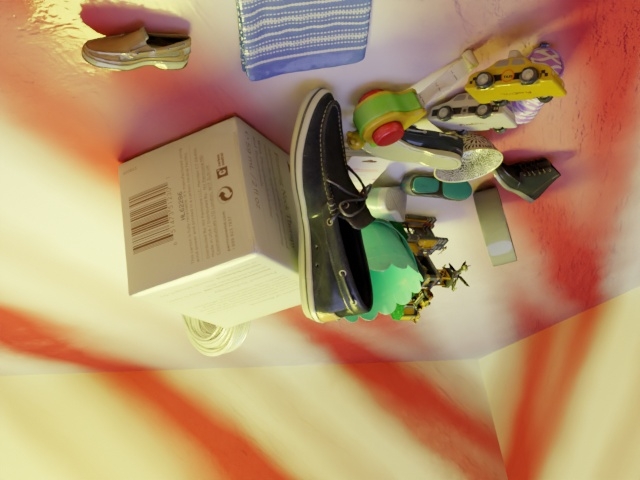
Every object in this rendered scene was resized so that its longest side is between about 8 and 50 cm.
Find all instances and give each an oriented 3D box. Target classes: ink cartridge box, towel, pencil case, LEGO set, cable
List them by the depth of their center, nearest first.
[{"bbox_3d":[-0.027,-0.395,1.434,0.243,0.040,0.336,-9,158,-5],"label":"towel"},{"bbox_3d":[0.450,-0.328,1.755,0.088,0.086,0.206,-4,158,-5],"label":"pencil case"},{"bbox_3d":[0.082,-0.180,1.982,0.115,0.067,0.198,-1,158,-23],"label":"ink cartridge box"},{"bbox_3d":[0.290,0.078,2.420,0.192,0.331,0.255,4,128,-35],"label":"LEGO set"},{"bbox_3d":[-0.326,0.234,2.570,0.257,0.257,0.089,-27,158,35],"label":"cable"}]

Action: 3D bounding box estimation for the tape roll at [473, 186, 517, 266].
[{"bbox_3d":[0.493,-0.039,2.316,0.072,0.219,0.219,-16,158,14],"label":"tape roll"}]

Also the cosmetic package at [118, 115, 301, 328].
[{"bbox_3d":[-0.207,-0.023,1.884,0.327,0.329,0.393,-19,158,21],"label":"cosmetic package"}]

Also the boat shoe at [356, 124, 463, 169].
[{"bbox_3d":[0.203,-0.229,1.865,0.254,0.079,0.095,11,157,1],"label":"boat shoe"}]

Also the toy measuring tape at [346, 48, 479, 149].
[{"bbox_3d":[0.171,-0.291,1.701,0.330,0.121,0.121,-35,149,31],"label":"toy measuring tape"}]

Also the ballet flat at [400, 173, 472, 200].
[{"bbox_3d":[0.308,-0.146,2.195,0.213,0.072,0.068,4,-178,-30],"label":"ballet flat"}]

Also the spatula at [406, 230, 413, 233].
[{"bbox_3d":[0.201,0.003,2.560,0.242,0.019,0.168,11,151,-43],"label":"spatula"}]

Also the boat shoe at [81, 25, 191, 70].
[{"bbox_3d":[-0.316,-0.341,1.419,0.190,0.068,0.072,-9,148,-30],"label":"boat shoe"}]

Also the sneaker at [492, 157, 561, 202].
[{"bbox_3d":[0.542,-0.189,2.186,0.222,0.083,0.118,22,124,-42],"label":"sneaker"}]

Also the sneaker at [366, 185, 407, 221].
[{"bbox_3d":[0.141,-0.104,2.195,0.151,0.094,0.256,2,176,22],"label":"sneaker"}]

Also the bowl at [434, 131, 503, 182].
[{"bbox_3d":[0.353,-0.215,2.000,0.170,0.080,0.170,-9,159,-3],"label":"bowl"}]

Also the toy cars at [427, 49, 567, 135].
[{"bbox_3d":[0.364,-0.309,1.718,0.176,0.087,0.393,13,168,-11],"label":"toy cars"}]

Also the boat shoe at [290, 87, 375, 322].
[{"bbox_3d":[0.037,-0.069,1.725,0.156,0.500,0.187,1,-169,22],"label":"boat shoe"}]

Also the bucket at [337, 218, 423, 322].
[{"bbox_3d":[0.124,0.079,2.252,0.281,0.183,0.281,-16,148,-10],"label":"bucket"}]
